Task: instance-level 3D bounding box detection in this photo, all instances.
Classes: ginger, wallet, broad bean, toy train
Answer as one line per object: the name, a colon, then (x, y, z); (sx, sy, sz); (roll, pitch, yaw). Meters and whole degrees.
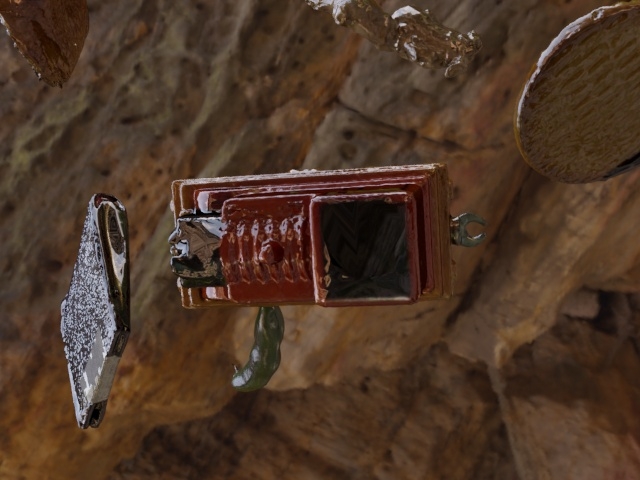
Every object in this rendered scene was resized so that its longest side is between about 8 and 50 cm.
ginger: (0.107, -0.338, 1.218); (0.122, 0.290, 0.084); (-60, -11, -27)
wallet: (-0.307, 0.097, 1.107); (0.220, 0.072, 0.262); (-61, 32, 35)
broad bean: (-0.085, 0.154, 1.070); (0.039, 0.069, 0.226); (-22, -22, -33)
toy train: (0.000, 0.000, 0.886); (0.231, 0.370, 0.163); (-31, -62, -79)

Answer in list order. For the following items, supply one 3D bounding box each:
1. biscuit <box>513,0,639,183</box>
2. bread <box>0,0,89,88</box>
biscuit: (0.446, -0.220, 1.218); (0.040, 0.318, 0.317); (-110, 26, -47)
bread: (-0.287, -0.241, 0.848); (0.129, 0.044, 0.126); (-87, -20, -46)
